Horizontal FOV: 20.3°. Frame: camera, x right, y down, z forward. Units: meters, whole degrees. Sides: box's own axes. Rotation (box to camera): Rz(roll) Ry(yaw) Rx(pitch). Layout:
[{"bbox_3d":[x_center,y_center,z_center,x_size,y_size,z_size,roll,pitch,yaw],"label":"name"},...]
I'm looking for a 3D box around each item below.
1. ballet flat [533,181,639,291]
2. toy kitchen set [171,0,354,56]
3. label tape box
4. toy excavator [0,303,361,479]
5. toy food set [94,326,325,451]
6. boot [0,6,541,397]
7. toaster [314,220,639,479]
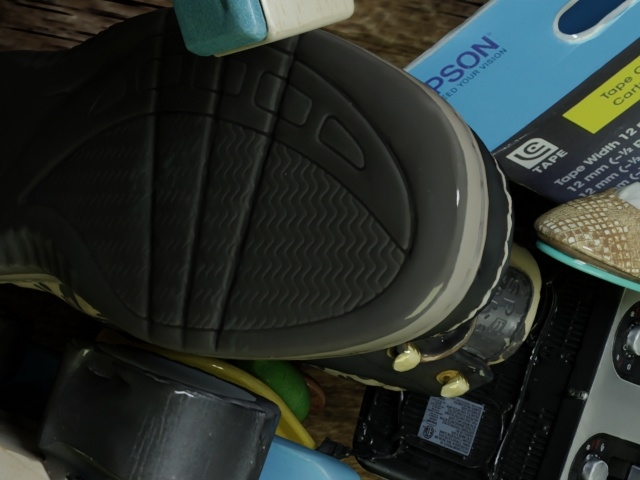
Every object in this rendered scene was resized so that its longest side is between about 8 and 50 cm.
[{"bbox_3d":[0.191,0.001,0.903,0.206,0.073,0.067,17,107,-41],"label":"ballet flat"},{"bbox_3d":[-0.119,-0.105,0.652,0.166,0.122,0.207,-21,-172,-26],"label":"toy kitchen set"},{"bbox_3d":[0.216,-0.114,0.897,0.347,0.115,0.249,25,127,-40],"label":"label tape box"},{"bbox_3d":[-0.038,0.187,0.979,0.445,0.433,0.222,20,88,-68],"label":"toy excavator"},{"bbox_3d":[-0.055,0.097,1.101,0.128,0.071,0.218,1,146,25],"label":"toy food set"},{"bbox_3d":[0.000,0.000,0.824,0.284,0.138,0.377,16,170,-43],"label":"boot"},{"bbox_3d":[0.114,0.080,1.027,0.110,0.185,0.168,22,85,-44],"label":"toaster"}]
